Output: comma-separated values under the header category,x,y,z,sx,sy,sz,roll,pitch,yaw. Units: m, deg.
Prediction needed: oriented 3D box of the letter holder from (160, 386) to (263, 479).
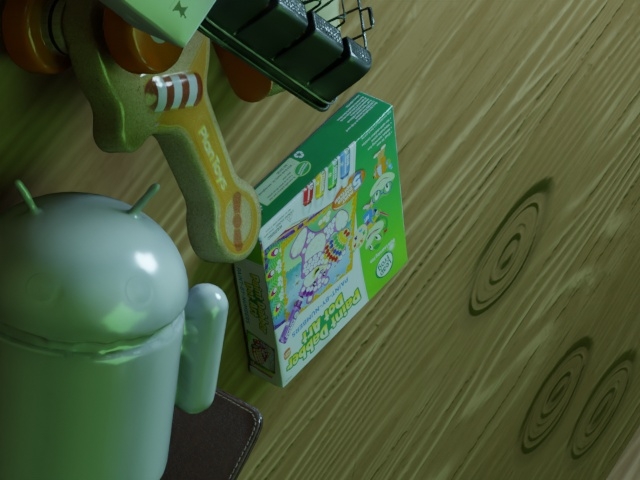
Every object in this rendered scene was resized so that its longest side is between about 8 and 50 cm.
category,x,y,z,sx,sy,sz,roll,pitch,yaw
letter holder,-0.188,0.285,1.912,0.302,0.214,0.152,-55,149,-19

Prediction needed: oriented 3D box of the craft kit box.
category,x,y,z,sx,sy,sz,roll,pitch,yaw
craft kit box,0.000,0.000,2.172,0.250,0.061,0.247,-44,147,-32

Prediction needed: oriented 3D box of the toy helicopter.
category,x,y,z,sx,sy,sz,roll,pitch,yaw
toy helicopter,-0.125,-0.137,1.742,0.235,0.140,0.355,-56,137,-41

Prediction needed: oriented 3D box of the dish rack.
category,x,y,z,sx,sy,sz,roll,pitch,yaw
dish rack,-0.042,-0.271,1.712,0.208,0.074,0.272,32,41,-46

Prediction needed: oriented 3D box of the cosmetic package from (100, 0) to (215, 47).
category,x,y,z,sx,sy,sz,roll,pitch,yaw
cosmetic package,-0.117,-0.382,1.458,0.284,0.097,0.377,36,86,-38

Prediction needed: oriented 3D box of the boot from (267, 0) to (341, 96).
category,x,y,z,sx,sy,sz,roll,pitch,yaw
boot,0.004,-0.281,1.927,0.262,0.095,0.203,-43,143,-30

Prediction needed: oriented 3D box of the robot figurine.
category,x,y,z,sx,sy,sz,roll,pitch,yaw
robot figurine,-0.227,0.107,1.734,0.300,0.200,0.353,-5,119,-28
